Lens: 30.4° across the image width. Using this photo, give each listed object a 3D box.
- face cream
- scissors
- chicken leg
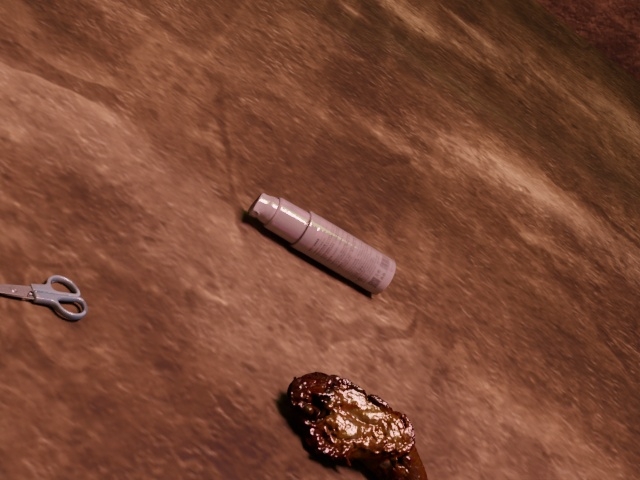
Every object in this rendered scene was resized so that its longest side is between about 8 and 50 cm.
[{"bbox_3d":[0.000,0.000,0.951,0.130,0.034,0.034,30,28,-20],"label":"face cream"},{"bbox_3d":[-0.177,0.030,0.702,0.083,0.006,0.036,12,35,-43],"label":"scissors"},{"bbox_3d":[0.036,0.140,0.779,0.145,0.037,0.062,38,48,-3],"label":"chicken leg"}]
